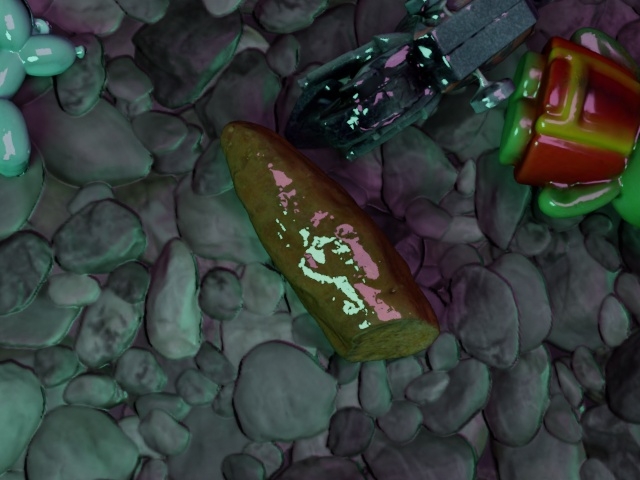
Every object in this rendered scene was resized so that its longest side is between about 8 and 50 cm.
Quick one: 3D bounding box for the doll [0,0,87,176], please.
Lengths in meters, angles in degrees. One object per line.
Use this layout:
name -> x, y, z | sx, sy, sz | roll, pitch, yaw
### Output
doll -> -0.274, -0.133, 1.023 | 0.159, 0.059, 0.158 | 3, 76, -11

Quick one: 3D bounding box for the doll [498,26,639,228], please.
doll -> 0.340, -0.074, 1.098 | 0.363, 0.160, 0.182 | 18, 66, -9

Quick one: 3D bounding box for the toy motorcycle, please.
toy motorcycle -> 0.111, -0.172, 1.069 | 0.307, 0.173, 0.108 | -36, 103, -12

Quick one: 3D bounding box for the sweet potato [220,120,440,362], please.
sweet potato -> 0.000, 0.000, 1.035 | 0.097, 0.097, 0.251 | -37, 88, -18
